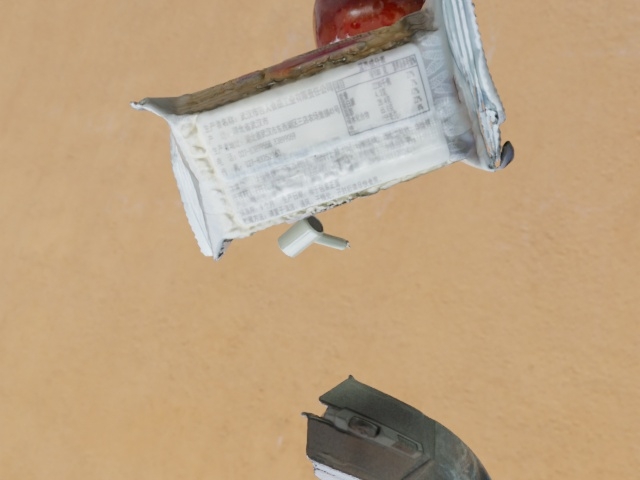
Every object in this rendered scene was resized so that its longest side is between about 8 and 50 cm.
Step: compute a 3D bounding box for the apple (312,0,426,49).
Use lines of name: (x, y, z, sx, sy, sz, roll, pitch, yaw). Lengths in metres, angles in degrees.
apple: (0.126, -0.372, 1.753, 0.288, 0.288, 0.316, 14, 150, 27)

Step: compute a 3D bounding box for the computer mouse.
computer mouse: (0.088, 0.232, 1.047, 0.231, 0.126, 0.071, 32, 151, 0)

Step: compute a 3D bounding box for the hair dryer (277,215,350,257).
hair dryer: (0.000, 0.000, 1.405, 0.063, 0.037, 0.124, -38, 148, 29)

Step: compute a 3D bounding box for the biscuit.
biscuit: (0.007, -0.095, 0.858, 0.309, 0.186, 0.079, -21, -151, 4)
